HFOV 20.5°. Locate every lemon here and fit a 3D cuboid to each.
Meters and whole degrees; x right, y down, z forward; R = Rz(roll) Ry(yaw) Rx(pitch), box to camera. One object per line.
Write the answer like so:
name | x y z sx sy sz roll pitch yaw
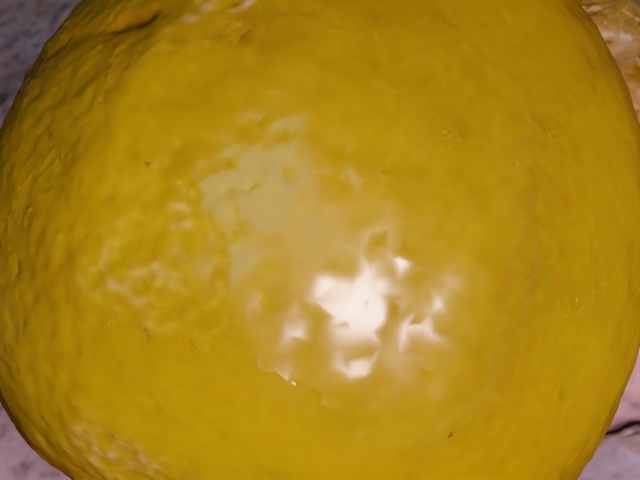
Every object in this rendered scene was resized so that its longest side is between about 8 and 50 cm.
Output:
lemon | 0.000 0.000 0.852 0.348 0.348 0.348 -7 64 15

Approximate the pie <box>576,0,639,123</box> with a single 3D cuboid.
pie | 0.193 -0.023 0.945 0.128 0.068 0.282 -34 64 1
